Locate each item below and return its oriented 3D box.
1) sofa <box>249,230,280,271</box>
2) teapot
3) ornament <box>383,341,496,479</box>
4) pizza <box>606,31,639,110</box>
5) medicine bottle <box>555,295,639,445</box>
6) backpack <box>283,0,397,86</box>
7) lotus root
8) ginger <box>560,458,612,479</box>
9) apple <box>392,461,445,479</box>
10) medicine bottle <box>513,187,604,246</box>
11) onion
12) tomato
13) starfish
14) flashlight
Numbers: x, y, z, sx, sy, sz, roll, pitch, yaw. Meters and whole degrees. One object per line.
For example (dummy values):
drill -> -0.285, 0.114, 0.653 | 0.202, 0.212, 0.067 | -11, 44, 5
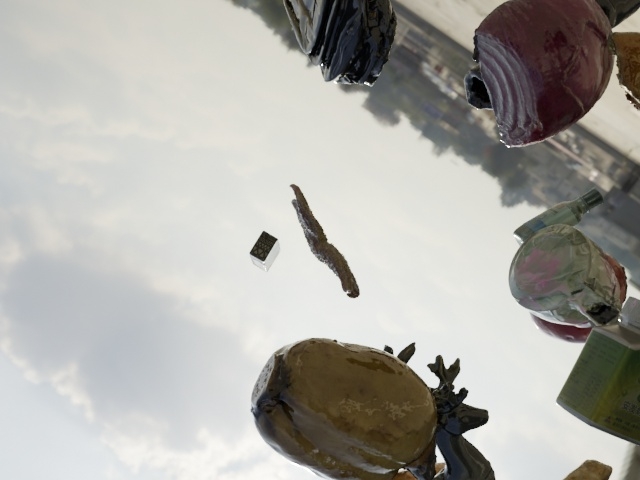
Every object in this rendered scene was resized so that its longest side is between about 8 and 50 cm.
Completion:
sofa -> -0.114, 0.023, 1.739 | 0.039, 0.060, 0.118 | 32, 169, 6
teapot -> 0.461, 0.077, 1.463 | 0.178, 0.163, 0.222 | 29, 169, -36
ornament -> 0.090, 0.220, 0.898 | 0.080, 0.202, 0.236 | -89, -23, -70
pizza -> 0.529, -0.241, 1.294 | 0.182, 0.161, 0.062 | 8, 162, 2
medicine bottle -> 0.439, 0.182, 1.197 | 0.132, 0.188, 0.088 | 24, -176, -28
backpack -> 0.036, -0.318, 1.146 | 0.133, 0.206, 0.258 | -1, -132, -13
lotus root -> 0.035, 0.160, 0.762 | 0.221, 0.125, 0.118 | 26, -133, -29
ginger -> 0.484, 0.476, 1.587 | 0.190, 0.095, 0.069 | -23, -115, -36
apple -> 0.171, 0.499, 1.416 | 0.286, 0.286, 0.233 | 19, -120, -46
medicine bottle -> 0.540, -0.049, 1.898 | 0.053, 0.209, 0.090 | 58, -179, -14
onion -> 0.398, -0.293, 1.396 | 0.111, 0.248, 0.250 | -122, 8, -70
tomato -> 0.526, 0.104, 1.774 | 0.101, 0.228, 0.228 | 31, -166, -27
starfish -> -0.001, 0.001, 1.418 | 0.240, 0.043, 0.227 | 64, 171, -32
flashlight -> 0.431, -0.366, 1.539 | 0.103, 0.424, 0.103 | 43, 157, 24
